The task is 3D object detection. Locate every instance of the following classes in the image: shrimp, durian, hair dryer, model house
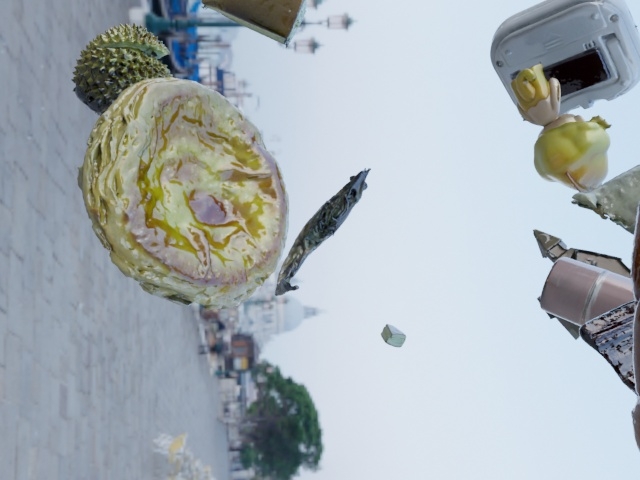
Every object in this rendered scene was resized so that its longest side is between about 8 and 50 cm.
[{"bbox_3d":[0.000,0.000,1.240,0.262,0.051,0.198,-47,-165,32],"label":"shrimp"},{"bbox_3d":[-0.393,-0.288,1.393,0.138,0.193,0.237,-37,164,-48],"label":"durian"},{"bbox_3d":[0.536,0.142,1.361,0.344,0.189,0.106,34,80,-56],"label":"hair dryer"},{"bbox_3d":[0.545,0.077,1.658,0.248,0.176,0.181,50,-10,21],"label":"model house"}]

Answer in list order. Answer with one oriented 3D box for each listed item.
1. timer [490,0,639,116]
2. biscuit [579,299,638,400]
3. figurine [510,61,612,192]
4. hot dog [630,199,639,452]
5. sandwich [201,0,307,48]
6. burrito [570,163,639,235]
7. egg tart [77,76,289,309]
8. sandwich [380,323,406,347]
[{"bbox_3d":[0.470,-0.347,1.418,0.237,0.262,0.087,50,39,-30],"label":"timer"},{"bbox_3d":[0.387,0.164,0.768,0.235,0.151,0.063,64,-8,6],"label":"biscuit"},{"bbox_3d":[0.417,-0.188,1.300,0.156,0.131,0.246,-39,-101,45],"label":"figurine"},{"bbox_3d":[0.306,0.068,0.628,0.075,0.144,0.267,2,-98,40],"label":"hot dog"},{"bbox_3d":[-0.156,-0.567,1.801,0.128,0.236,0.122,-64,177,-1],"label":"sandwich"},{"bbox_3d":[0.495,-0.066,0.896,0.175,0.348,0.107,60,3,-10],"label":"burrito"},{"bbox_3d":[-0.162,-0.049,0.883,0.116,0.295,0.294,-23,-118,41],"label":"egg tart"},{"bbox_3d":[0.142,0.185,1.427,0.083,0.044,0.030,-107,-138,-80],"label":"sandwich"}]
